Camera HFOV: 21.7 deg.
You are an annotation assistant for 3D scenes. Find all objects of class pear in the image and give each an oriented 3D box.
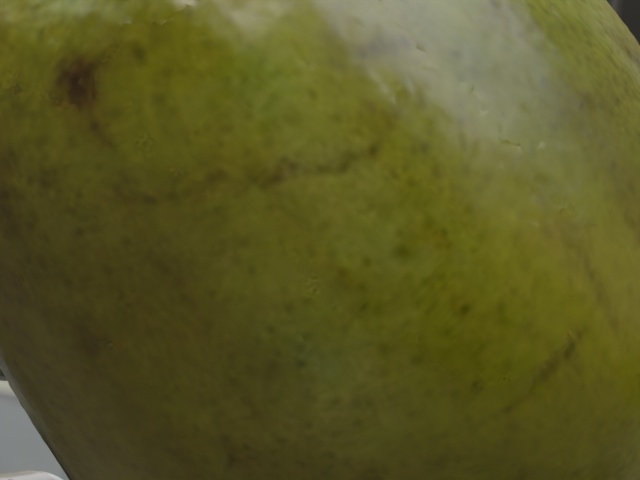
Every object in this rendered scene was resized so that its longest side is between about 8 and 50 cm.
[{"bbox_3d":[0.000,0.000,0.582,0.253,0.253,0.307,-10,-55,49],"label":"pear"}]

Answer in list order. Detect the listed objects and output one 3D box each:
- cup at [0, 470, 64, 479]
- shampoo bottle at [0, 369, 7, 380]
[{"bbox_3d":[-0.172,0.175,0.918,0.102,0.074,0.099,47,19,22],"label":"cup"},{"bbox_3d":[-0.184,0.019,0.739,0.153,0.071,0.284,15,-11,17],"label":"shampoo bottle"}]
